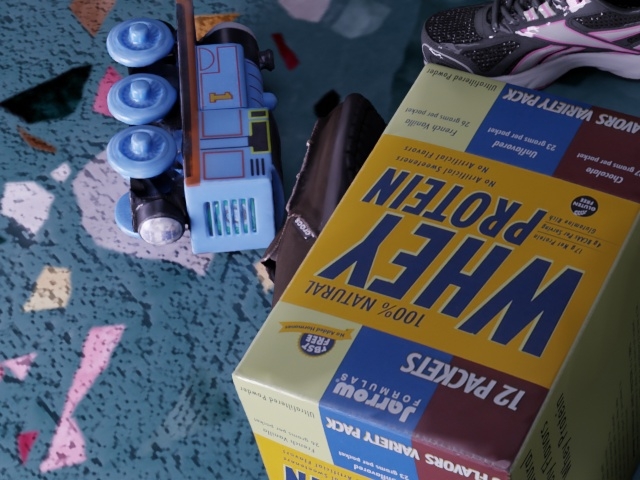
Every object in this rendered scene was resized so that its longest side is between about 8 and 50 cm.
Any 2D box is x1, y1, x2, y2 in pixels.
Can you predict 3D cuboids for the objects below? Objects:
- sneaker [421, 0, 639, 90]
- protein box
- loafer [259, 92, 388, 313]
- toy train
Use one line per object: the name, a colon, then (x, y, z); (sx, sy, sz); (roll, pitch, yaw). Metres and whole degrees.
sneaker: (0.151, -0.145, 1.073); (0.178, 0.077, 0.072); (-6, 49, 7)
protein box: (0.080, 0.063, 0.837); (0.136, 0.200, 0.201); (17, 57, 24)
loafer: (0.000, 0.000, 0.981); (0.078, 0.080, 0.220); (-19, 37, 27)
toy train: (-0.078, -0.071, 1.060); (0.105, 0.080, 0.184); (-3, 48, -3)
